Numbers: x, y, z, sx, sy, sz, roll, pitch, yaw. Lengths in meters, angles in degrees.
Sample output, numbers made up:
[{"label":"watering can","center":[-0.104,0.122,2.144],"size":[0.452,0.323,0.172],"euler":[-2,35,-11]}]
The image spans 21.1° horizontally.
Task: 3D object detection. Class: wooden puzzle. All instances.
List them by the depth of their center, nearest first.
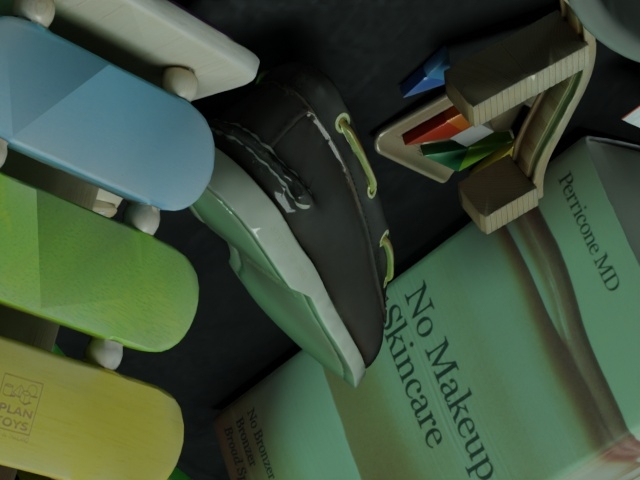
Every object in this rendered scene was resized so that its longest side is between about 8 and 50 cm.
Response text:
[{"label":"wooden puzzle","center":[0.069,-0.052,0.776],"size":[0.078,0.014,0.116],"euler":[-37,149,30]}]

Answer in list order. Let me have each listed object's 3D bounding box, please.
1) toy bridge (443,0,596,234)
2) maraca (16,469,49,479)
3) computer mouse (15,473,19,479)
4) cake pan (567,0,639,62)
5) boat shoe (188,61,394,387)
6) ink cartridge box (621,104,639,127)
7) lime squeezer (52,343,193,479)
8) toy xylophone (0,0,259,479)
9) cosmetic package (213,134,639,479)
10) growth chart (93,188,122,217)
[{"label":"toy bridge","center":[0.084,-0.072,0.715],"size":[0.063,0.026,0.188],"euler":[-30,148,-10]},{"label":"maraca","center":[-0.179,0.163,0.927],"size":[0.185,0.099,0.127],"euler":[28,129,-24]},{"label":"computer mouse","center":[-0.266,0.099,0.766],"size":[0.262,0.060,0.184],"euler":[-2,-174,5]},{"label":"cake pan","center":[0.214,-0.168,0.612],"size":[0.293,0.054,0.293],"euler":[-16,154,-8]},{"label":"boat shoe","center":[0.000,0.000,0.752],"size":[0.069,0.081,0.228],"euler":[-48,158,-10]},{"label":"ink cartridge box","center":[0.190,-0.071,0.809],"size":[0.063,0.029,0.115],"euler":[-36,149,30]},{"label":"lime squeezer","center":[-0.158,0.053,0.666],"size":[0.059,0.110,0.310],"euler":[-17,157,36]},{"label":"toy xylophone","center":[-0.140,0.052,0.561],"size":[0.081,0.323,0.236],"euler":[6,175,42]},{"label":"cosmetic package","center":[0.096,0.091,0.916],"size":[0.129,0.153,0.296],"euler":[8,141,-46]},{"label":"growth chart","center":[-0.174,0.011,0.716],"size":[0.172,0.021,0.237],"euler":[3,146,-40]}]
